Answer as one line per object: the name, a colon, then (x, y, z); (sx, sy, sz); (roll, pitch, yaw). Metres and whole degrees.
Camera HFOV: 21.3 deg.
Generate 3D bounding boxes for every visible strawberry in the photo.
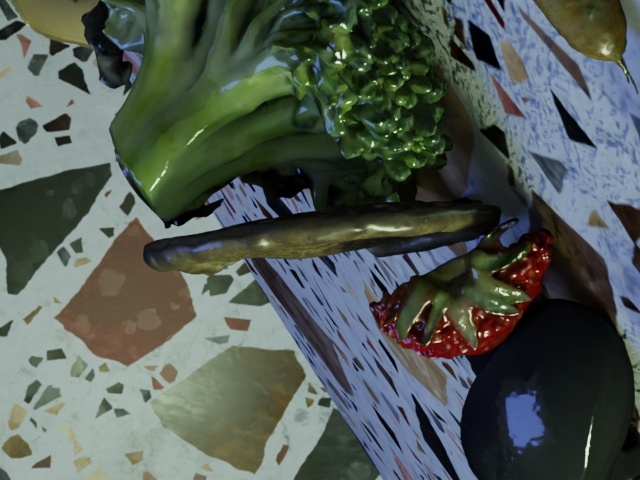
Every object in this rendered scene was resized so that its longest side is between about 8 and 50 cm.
strawberry: (0.132, 0.048, 1.426); (0.087, 0.167, 0.208); (63, -168, 5)

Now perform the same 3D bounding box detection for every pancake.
pancake: (0.000, 0.000, 1.410); (0.288, 0.286, 0.033); (0, -100, -54)

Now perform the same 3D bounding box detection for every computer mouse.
computer mouse: (0.184, 0.167, 1.449); (0.137, 0.086, 0.270); (37, 142, 27)

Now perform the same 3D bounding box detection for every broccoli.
broccoli: (-0.050, -0.157, 1.390); (0.334, 0.272, 0.324); (95, 159, -72)

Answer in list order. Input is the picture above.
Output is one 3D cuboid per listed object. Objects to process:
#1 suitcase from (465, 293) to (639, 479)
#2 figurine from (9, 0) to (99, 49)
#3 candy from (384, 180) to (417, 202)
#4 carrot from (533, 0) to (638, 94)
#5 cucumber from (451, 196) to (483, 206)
suitcase: (0.222, 0.160, 1.593); (0.285, 0.066, 0.206); (56, 172, 1)
figurine: (-0.185, -0.321, 1.611); (0.208, 0.257, 0.181); (9, 151, 14)
candy: (0.052, -0.066, 1.693); (0.149, 0.069, 0.246); (62, 176, -5)
carrot: (0.101, -0.200, 0.945); (0.298, 0.078, 0.078); (52, 173, -13)
cucumber: (0.122, -0.015, 1.577); (0.043, 0.039, 0.163); (36, 171, -4)
